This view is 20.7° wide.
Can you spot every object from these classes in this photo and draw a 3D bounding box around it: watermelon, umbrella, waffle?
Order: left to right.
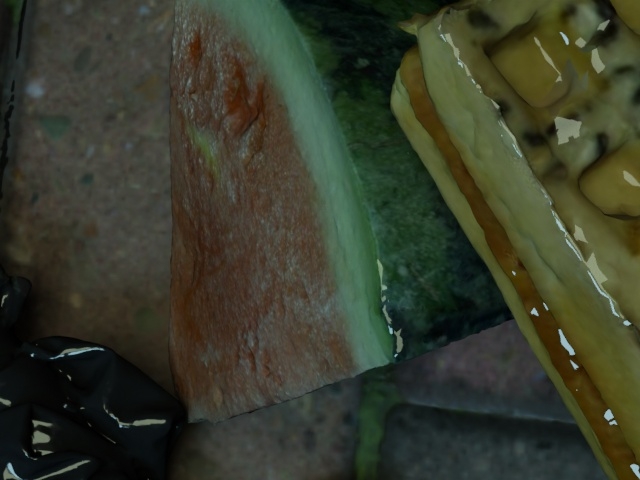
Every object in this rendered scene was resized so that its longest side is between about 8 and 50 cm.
[{"bbox_3d":[-0.173,0.085,0.965,0.122,0.110,0.272,-38,73,-24],"label":"umbrella"},{"bbox_3d":[0.002,-0.022,0.859,0.292,0.250,0.283,-47,69,3],"label":"watermelon"},{"bbox_3d":[0.224,0.023,0.696,0.261,0.114,0.376,-29,86,-13],"label":"waffle"}]
